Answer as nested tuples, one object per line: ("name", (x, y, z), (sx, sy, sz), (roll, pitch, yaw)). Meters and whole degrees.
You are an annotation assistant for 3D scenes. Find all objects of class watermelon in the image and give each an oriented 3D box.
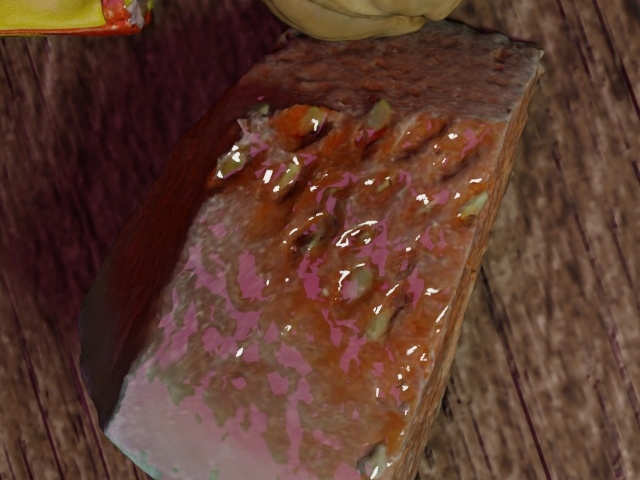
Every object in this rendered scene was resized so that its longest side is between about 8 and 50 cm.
("watermelon", (0.000, 0.000, 0.870), (0.193, 0.140, 0.256), (32, 94, 10))

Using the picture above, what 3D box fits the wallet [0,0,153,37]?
("wallet", (-0.150, -0.220, 0.949), (0.141, 0.067, 0.241), (0, 95, 17))

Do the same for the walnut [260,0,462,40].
("walnut", (0.010, -0.168, 0.841), (0.166, 0.149, 0.166), (20, 121, 37))
